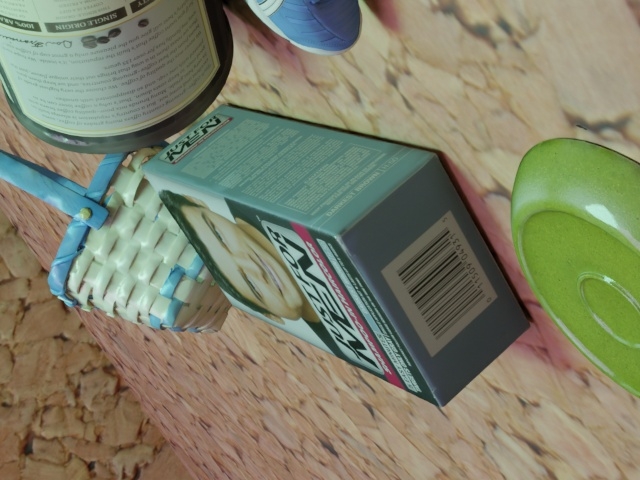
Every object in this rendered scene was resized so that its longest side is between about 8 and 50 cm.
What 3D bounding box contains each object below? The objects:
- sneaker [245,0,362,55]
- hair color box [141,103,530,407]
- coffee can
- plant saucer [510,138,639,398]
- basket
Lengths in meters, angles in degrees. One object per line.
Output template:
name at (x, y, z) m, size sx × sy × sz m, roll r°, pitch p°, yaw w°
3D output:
sneaker at (-0.018, -0.206, 0.961) m, size 0.081 × 0.080 × 0.211 m, roll 34°, pitch 158°, yaw 48°
hair color box at (0.000, 0.000, 1.283) m, size 0.374 × 0.113 × 0.185 m, roll 21°, pitch 146°, yaw 58°
coffee can at (-0.187, -0.227, 1.125) m, size 0.201 × 0.201 × 0.275 m, roll 41°, pitch 160°, yaw 27°
plant saucer at (0.210, 0.038, 0.978) m, size 0.241 × 0.037 × 0.241 m, roll 44°, pitch 162°, yaw 18°
basket at (-0.219, -0.021, 1.565) m, size 0.288 × 0.201 × 0.255 m, roll 24°, pitch 180°, yaw 10°
